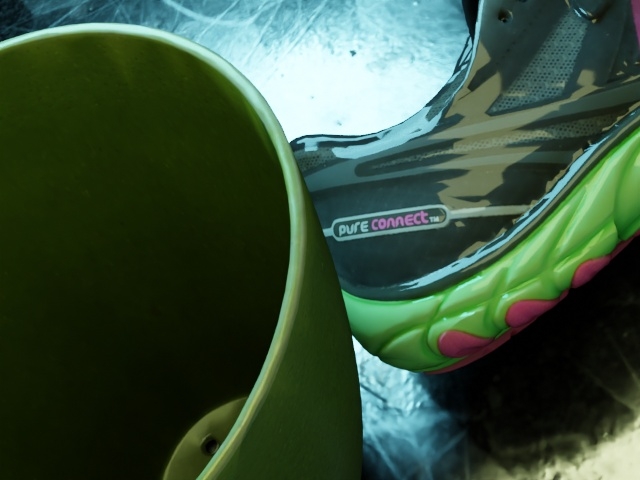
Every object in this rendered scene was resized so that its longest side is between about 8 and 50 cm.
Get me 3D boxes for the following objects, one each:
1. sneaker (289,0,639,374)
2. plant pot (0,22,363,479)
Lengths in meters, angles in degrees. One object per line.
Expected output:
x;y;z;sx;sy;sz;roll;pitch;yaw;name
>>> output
0.180;-0.131;0.599;0.483;0.185;0.202;-39;81;-7;sneaker
-0.088;0.088;0.539;0.274;0.293;0.275;-10;59;16;plant pot
